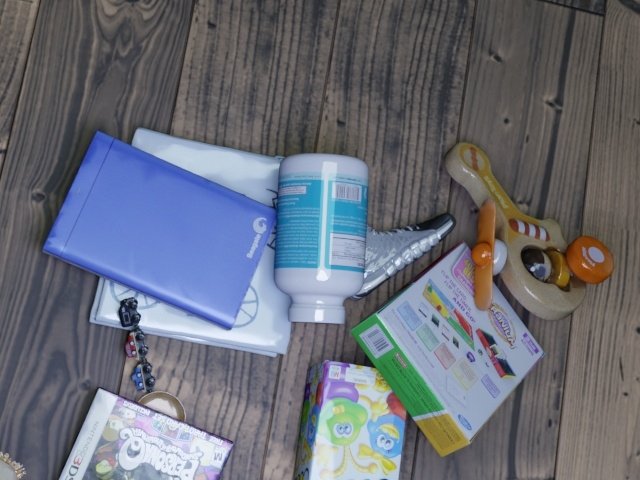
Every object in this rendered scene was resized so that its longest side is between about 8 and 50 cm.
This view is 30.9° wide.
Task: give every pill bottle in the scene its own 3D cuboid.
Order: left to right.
[{"bbox_3d":[0.000,0.000,1.845,0.146,0.146,0.264,5,85,-12],"label":"pill bottle"}]

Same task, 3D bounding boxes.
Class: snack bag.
[{"bbox_3d":[-0.189,-0.002,1.895,0.323,0.037,0.342,11,77,-11],"label":"snack bag"}]

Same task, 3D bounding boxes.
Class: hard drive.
[{"bbox_3d":[-0.249,-0.015,1.841,0.319,0.040,0.210,24,75,-8],"label":"hard drive"}]

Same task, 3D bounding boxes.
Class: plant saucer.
[{"bbox_3d":[-0.256,0.280,1.830,0.083,0.015,0.083,1,85,-11],"label":"plant saucer"}]

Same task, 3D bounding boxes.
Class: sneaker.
[{"bbox_3d":[0.111,-0.012,1.942,0.229,0.086,0.132,-35,86,-16],"label":"sneaker"}]

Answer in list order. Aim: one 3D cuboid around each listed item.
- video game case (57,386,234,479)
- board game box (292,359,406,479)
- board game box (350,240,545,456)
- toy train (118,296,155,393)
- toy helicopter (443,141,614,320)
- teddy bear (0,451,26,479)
[{"bbox_3d":[-0.279,0.366,1.789,0.232,0.042,0.210,24,82,-7],"label":"video game case"},{"bbox_3d":[0.041,0.340,1.823,0.142,0.144,0.275,10,76,-10],"label":"board game box"},{"bbox_3d":[0.213,0.164,1.853,0.242,0.064,0.316,55,38,2],"label":"board game box"},{"bbox_3d":[-0.290,0.167,1.818,0.036,0.027,0.158,-12,101,-4],"label":"toy train"},{"bbox_3d":[0.308,-0.016,1.951,0.235,0.140,0.355,-15,65,-39],"label":"toy helicopter"},{"bbox_3d":[-0.538,0.434,1.597,0.245,0.113,0.338,9,83,-37],"label":"teddy bear"}]
